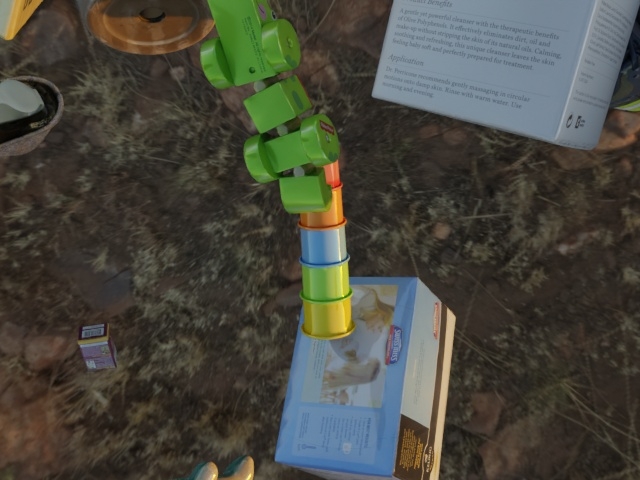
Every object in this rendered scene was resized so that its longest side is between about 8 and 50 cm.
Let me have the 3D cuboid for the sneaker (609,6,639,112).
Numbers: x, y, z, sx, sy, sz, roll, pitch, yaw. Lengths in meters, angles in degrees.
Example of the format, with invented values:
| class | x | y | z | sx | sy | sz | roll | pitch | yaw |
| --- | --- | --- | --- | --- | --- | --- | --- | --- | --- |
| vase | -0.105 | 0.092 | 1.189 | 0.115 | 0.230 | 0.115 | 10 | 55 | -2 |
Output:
| class | x | y | z | sx | sy | sz | roll | pitch | yaw |
| --- | --- | --- | --- | --- | --- | --- | --- | --- | --- |
| sneaker | 0.360 | -0.219 | 0.811 | 0.121 | 0.300 | 0.111 | -17 | 71 | -23 |

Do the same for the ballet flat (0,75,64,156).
| class | x | y | z | sx | sy | sz | roll | pitch | yaw |
| --- | --- | --- | --- | --- | --- | --- | --- | --- | --- |
| ballet flat | -0.385 | -0.124 | 0.799 | 0.106 | 0.316 | 0.107 | -23 | 99 | 28 |

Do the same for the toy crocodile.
| class | x | y | z | sx | sy | sz | roll | pitch | yaw |
| --- | --- | --- | --- | --- | --- | --- | --- | --- | --- |
| toy crocodile | -0.058 | -0.187 | 1.019 | 0.115 | 0.105 | 0.340 | -15 | 107 | 25 |

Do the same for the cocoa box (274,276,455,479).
| class | x | y | z | sx | sy | sz | roll | pitch | yaw |
| --- | --- | --- | --- | --- | --- | --- | --- | --- | --- |
| cocoa box | 0.091 | 0.260 | 1.421 | 0.232 | 0.228 | 0.346 | -2 | 66 | 28 |

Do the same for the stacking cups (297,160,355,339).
| class | x | y | z | sx | sy | sz | roll | pitch | yaw |
| --- | --- | --- | --- | --- | --- | --- | --- | --- | --- |
| stacking cups | 0.000 | 0.000 | 1.284 | 0.096 | 0.096 | 0.316 | -6 | 105 | -2 |

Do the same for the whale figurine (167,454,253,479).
| class | x | y | z | sx | sy | sz | roll | pitch | yaw |
| --- | --- | --- | --- | --- | --- | --- | --- | --- | --- |
| whale figurine | -0.229 | 0.488 | 1.430 | 0.141 | 0.272 | 0.216 | 16 | 114 | 25 |

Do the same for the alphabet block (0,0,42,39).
| class | x | y | z | sx | sy | sz | roll | pitch | yaw |
| --- | --- | --- | --- | --- | --- | --- | --- | --- | --- |
| alphabet block | -0.597 | -0.524 | 1.419 | 0.193 | 0.193 | 0.197 | 27 | 134 | -13 |

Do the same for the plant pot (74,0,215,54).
| class | x | y | z | sx | sy | sz | roll | pitch | yaw |
| --- | --- | --- | --- | --- | --- | --- | --- | --- | --- |
| plant pot | -0.262 | -0.446 | 1.157 | 0.324 | 0.323 | 0.280 | -10 | 72 | -1 |

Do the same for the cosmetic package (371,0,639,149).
| class | x | y | z | sx | sy | sz | roll | pitch | yaw |
| --- | --- | --- | --- | --- | --- | --- | --- | --- | --- |
| cosmetic package | 0.200 | -0.285 | 0.725 | 0.197 | 0.155 | 0.365 | 22 | 104 | 30 |

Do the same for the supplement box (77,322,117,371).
| class | x | y | z | sx | sy | sz | roll | pitch | yaw |
| --- | --- | --- | --- | --- | --- | --- | --- | --- | --- |
| supplement box | -0.409 | 0.197 | 1.436 | 0.055 | 0.043 | 0.083 | -8 | 129 | -7 |
